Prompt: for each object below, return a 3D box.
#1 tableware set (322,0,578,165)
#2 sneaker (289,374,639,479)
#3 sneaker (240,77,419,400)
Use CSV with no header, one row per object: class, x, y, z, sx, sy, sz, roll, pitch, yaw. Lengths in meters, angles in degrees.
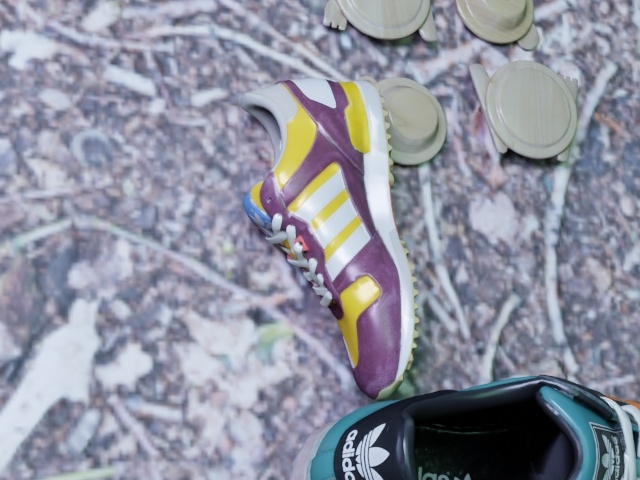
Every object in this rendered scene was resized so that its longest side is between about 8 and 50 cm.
tableware set,0.080,-0.113,0.973,0.168,0.020,0.141,-1,74,-24
sneaker,0.142,0.132,0.866,0.302,0.121,0.108,2,74,-23
sneaker,0.000,0.000,0.882,0.083,0.069,0.186,-3,69,-16
